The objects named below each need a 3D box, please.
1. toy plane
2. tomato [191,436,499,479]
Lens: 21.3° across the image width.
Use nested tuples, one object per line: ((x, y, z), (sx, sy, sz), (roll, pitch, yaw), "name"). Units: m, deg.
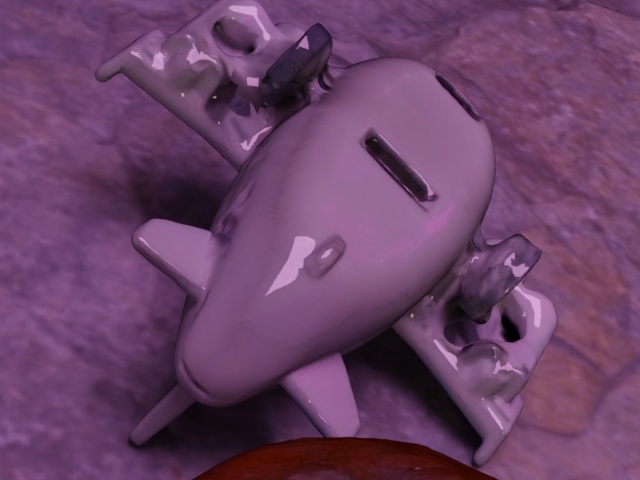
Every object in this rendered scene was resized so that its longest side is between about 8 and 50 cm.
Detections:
((0.004, -0.003, 0.814), (0.267, 0.122, 0.267), (24, 47, -28), "toy plane")
((0.013, 0.149, 0.603), (0.214, 0.155, 0.181), (1, 28, -32), "tomato")
